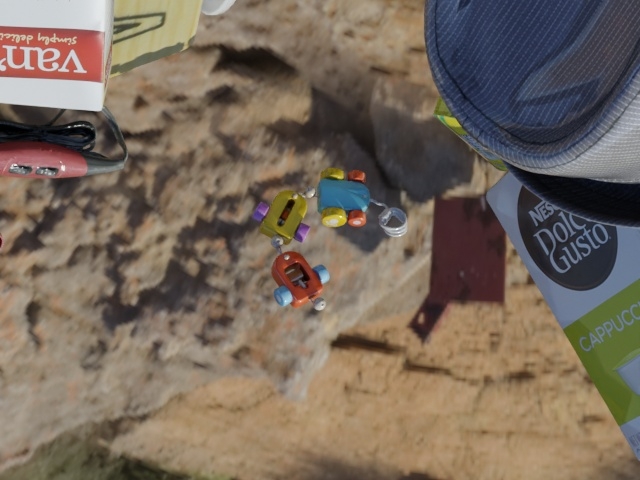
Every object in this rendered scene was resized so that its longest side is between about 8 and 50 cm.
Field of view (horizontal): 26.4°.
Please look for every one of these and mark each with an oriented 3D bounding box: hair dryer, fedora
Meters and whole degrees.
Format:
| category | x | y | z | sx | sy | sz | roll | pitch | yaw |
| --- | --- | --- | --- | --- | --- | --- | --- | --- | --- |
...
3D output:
| category | x | y | z | sx | sy | sz | roll | pitch | yaw |
| --- | --- | --- | --- | --- | --- | --- | --- | --- | --- |
| hair dryer | -0.293 | -0.085 | 1.244 | 0.224 | 0.293 | 0.080 | 18 | 126 | -8 |
| fedora | 0.148 | -0.131 | 0.651 | 0.243 | 0.124 | 0.275 | 54 | 126 | 20 |

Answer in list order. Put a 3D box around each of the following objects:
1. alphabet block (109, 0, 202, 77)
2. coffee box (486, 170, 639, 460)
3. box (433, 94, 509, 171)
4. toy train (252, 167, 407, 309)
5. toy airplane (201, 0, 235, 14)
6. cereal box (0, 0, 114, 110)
| category | x | y | z | sx | sy | sz | roll | pitch | yaw |
| --- | --- | --- | --- | --- | --- | --- | --- | --- | --- |
| alphabet block | -0.237 | -0.285 | 1.351 | 0.193 | 0.197 | 0.192 | -22 | 74 | -20 |
| coffee box | 0.442 | -0.029 | 1.376 | 0.334 | 0.338 | 0.337 | 62 | 144 | 12 |
| box | 0.180 | -0.150 | 1.446 | 0.043 | 0.179 | 0.105 | 12 | 77 | 36 |
| toy train | 0.000 | 0.000 | 1.365 | 0.125 | 0.166 | 0.046 | 50 | 152 | 13 |
| toy airplane | -0.176 | -0.438 | 1.524 | 0.386 | 0.272 | 0.384 | -6 | 114 | 6 |
| cereal box | -0.169 | -0.169 | 0.562 | 0.173 | 0.047 | 0.240 | 4 | 127 | -5 |
